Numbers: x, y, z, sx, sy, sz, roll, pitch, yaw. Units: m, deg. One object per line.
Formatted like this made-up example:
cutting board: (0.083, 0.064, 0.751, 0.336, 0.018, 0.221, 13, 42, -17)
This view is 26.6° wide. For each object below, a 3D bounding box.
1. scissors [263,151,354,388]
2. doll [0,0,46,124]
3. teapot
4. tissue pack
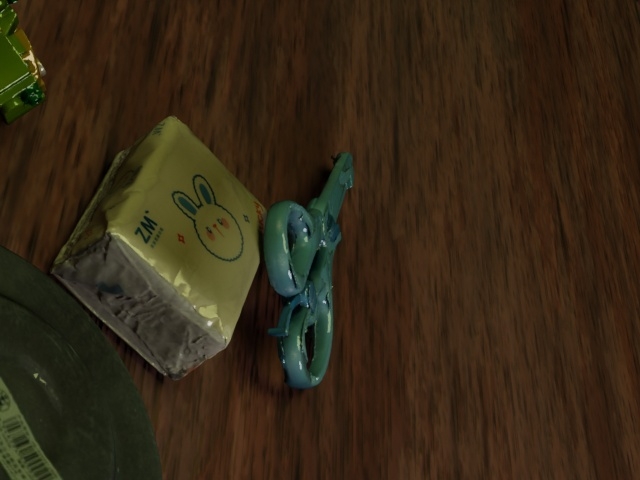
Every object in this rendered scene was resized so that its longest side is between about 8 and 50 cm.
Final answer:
scissors: (0.001, 0.000, 1.361, 0.393, 0.032, 0.180, -68, 151, -63)
doll: (-0.291, -0.179, 1.106, 0.186, 0.106, 0.134, 59, -14, -23)
teapot: (-0.268, 0.137, 0.712, 0.321, 0.239, 0.240, 16, 46, -53)
tissue pack: (-0.129, 0.003, 1.175, 0.148, 0.092, 0.196, 45, 32, -19)
